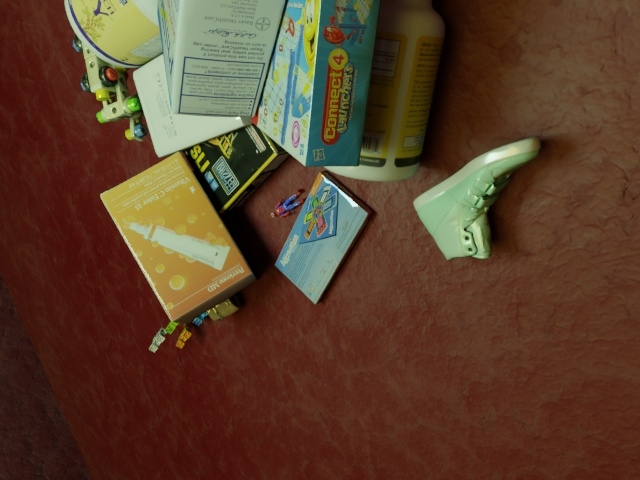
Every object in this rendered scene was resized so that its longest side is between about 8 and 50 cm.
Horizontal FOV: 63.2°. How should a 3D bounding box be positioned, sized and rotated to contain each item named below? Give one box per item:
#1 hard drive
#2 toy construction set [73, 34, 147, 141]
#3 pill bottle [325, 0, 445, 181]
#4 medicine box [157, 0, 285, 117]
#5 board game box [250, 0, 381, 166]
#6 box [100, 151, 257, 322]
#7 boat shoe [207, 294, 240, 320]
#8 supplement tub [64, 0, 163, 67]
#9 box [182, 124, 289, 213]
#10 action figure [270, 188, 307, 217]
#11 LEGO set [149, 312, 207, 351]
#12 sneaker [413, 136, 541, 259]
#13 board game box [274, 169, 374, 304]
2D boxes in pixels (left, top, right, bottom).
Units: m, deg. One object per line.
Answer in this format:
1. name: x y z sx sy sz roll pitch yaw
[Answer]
1. hard drive: -0.293 -0.323 1.165 0.318 0.040 0.211 -8 100 41
2. toy construction set: -0.510 -0.421 1.316 0.151 0.215 0.328 -29 81 21
3. pill bottle: 0.100 -0.282 0.866 0.187 0.187 0.334 23 119 31
4. medicine box: -0.173 -0.396 0.845 0.289 0.149 0.264 120 141 -53
5. board game box: -0.022 -0.300 0.798 0.308 0.086 0.302 -133 44 -58
6. box: -0.335 0.000 1.266 0.345 0.214 0.168 57 172 7
7. boat shoe: -0.295 0.078 1.382 0.088 0.096 0.268 -26 82 13
8. supplement tub: -0.365 -0.534 1.116 0.331 0.241 0.241 -8 100 40
9. box: -0.229 -0.264 1.212 0.257 0.079 0.322 -38 81 42
10. action figure: -0.077 -0.079 1.188 0.115 0.030 0.038 -30 91 43
11. LEGO set: -0.394 0.229 1.515 0.087 0.093 0.227 35 101 -17
12. sneaker: 0.280 -0.057 0.861 0.256 0.094 0.151 -38 75 50
13. board game box: 0.000 0.000 1.154 0.145 0.027 0.281 42 127 18
